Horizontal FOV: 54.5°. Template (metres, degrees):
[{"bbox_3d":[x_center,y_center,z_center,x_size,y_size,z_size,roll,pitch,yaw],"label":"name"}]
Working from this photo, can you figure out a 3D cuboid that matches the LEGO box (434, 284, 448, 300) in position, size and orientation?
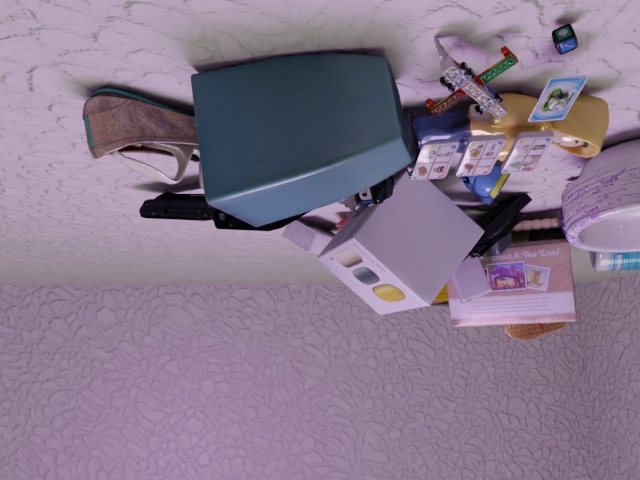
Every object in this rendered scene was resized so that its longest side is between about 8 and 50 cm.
[{"bbox_3d":[0.587,0.127,2.275,0.372,0.193,0.500,8,166,-43],"label":"LEGO box"}]

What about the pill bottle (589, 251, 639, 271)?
[{"bbox_3d":[0.934,0.012,1.815,0.264,0.146,0.146,-4,170,14],"label":"pill bottle"}]

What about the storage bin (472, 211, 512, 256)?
[{"bbox_3d":[0.444,-0.018,1.577,0.098,0.091,0.135,-10,-167,37],"label":"storage bin"}]

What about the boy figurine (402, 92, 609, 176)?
[{"bbox_3d":[0.263,-0.153,0.905,0.285,0.092,0.177,-2,164,14],"label":"boy figurine"}]

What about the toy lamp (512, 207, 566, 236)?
[{"bbox_3d":[0.565,-0.042,1.644,0.274,0.080,0.080,-7,169,24],"label":"toy lamp"}]

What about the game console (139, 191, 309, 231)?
[{"bbox_3d":[-0.191,-0.070,1.246,0.361,0.044,0.213,4,-161,26],"label":"game console"}]

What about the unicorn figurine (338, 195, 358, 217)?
[{"bbox_3d":[0.052,-0.093,1.282,0.161,0.060,0.111,6,158,-10],"label":"unicorn figurine"}]

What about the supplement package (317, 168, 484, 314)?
[{"bbox_3d":[0.154,0.011,1.290,0.199,0.198,0.262,42,162,-5],"label":"supplement package"}]

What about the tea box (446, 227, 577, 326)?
[{"bbox_3d":[0.543,0.094,1.778,0.328,0.220,0.323,-6,-173,21],"label":"tea box"}]

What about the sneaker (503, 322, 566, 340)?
[{"bbox_3d":[0.596,0.235,1.760,0.185,0.070,0.084,-8,-173,-10],"label":"sneaker"}]

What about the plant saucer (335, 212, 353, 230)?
[{"bbox_3d":[0.188,-0.015,1.670,0.259,0.048,0.258,10,173,12],"label":"plant saucer"}]

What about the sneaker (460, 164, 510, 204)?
[{"bbox_3d":[0.321,-0.120,1.226,0.082,0.069,0.209,30,-174,12],"label":"sneaker"}]

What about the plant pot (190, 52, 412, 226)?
[{"bbox_3d":[-0.013,-0.132,0.781,0.234,0.166,0.165,-11,168,14],"label":"plant pot"}]

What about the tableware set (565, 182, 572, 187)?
[{"bbox_3d":[0.573,-0.128,1.313,0.104,0.024,0.154,-2,172,19],"label":"tableware set"}]

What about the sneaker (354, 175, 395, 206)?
[{"bbox_3d":[0.063,-0.118,0.974,0.079,0.121,0.217,-9,168,32],"label":"sneaker"}]

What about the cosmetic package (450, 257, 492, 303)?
[{"bbox_3d":[0.351,0.038,1.575,0.085,0.231,0.117,-24,168,7],"label":"cosmetic package"}]

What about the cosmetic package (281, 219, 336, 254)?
[{"bbox_3d":[0.000,0.000,1.719,0.099,0.060,0.239,32,-173,27],"label":"cosmetic package"}]

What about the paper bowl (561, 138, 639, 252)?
[{"bbox_3d":[0.587,-0.085,1.128,0.284,0.148,0.284,-2,162,-1],"label":"paper bowl"}]

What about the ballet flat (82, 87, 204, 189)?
[{"bbox_3d":[-0.189,-0.130,0.902,0.316,0.106,0.107,5,168,-37],"label":"ballet flat"}]

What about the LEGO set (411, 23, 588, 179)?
[{"bbox_3d":[0.216,-0.169,0.768,0.182,0.060,0.244,-5,150,-7],"label":"LEGO set"}]

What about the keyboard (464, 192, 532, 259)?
[{"bbox_3d":[0.360,-0.013,1.399,0.317,0.033,0.201,-38,-171,-21],"label":"keyboard"}]
